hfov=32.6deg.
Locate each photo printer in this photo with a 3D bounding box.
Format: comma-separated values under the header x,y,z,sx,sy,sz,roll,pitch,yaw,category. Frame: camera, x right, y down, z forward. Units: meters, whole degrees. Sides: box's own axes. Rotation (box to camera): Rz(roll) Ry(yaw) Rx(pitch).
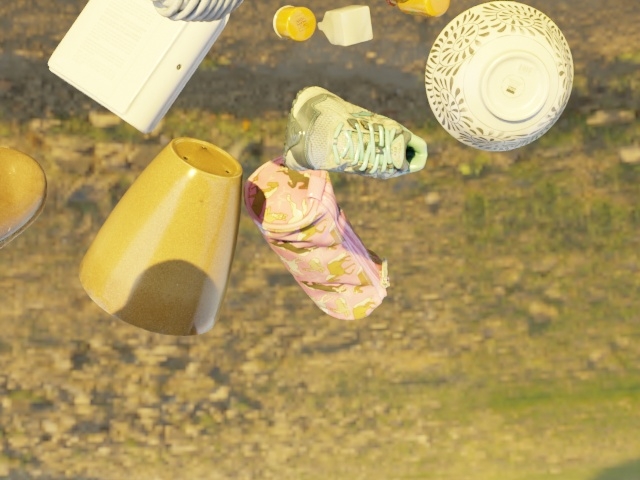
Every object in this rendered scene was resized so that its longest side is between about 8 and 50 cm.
x,y,z,sx,sy,sz,roll,pitch,yaw,category
-0.318,-0.375,1.972,0.256,0.307,0.107,32,178,32,photo printer

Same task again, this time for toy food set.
x,y,z,sx,sy,sz,roll,pitch,yaw,category
0.032,-0.305,1.336,0.232,0.111,0.104,-20,-158,-25,toy food set

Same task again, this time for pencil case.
x,y,z,sx,sy,sz,roll,pitch,yaw,category
0.000,0.000,1.992,0.167,0.160,0.386,-29,143,6,pencil case

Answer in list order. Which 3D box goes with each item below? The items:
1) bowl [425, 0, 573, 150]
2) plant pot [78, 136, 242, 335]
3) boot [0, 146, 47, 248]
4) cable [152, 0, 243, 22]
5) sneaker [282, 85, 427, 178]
x,y,z,sx,sy,sz,roll,pitch,yaw,category
0.206,-0.174,1.202,0.170,0.170,0.080,-1,-164,-5,bowl
-0.220,-0.023,1.703,0.237,0.237,0.254,9,119,-35,plant pot
-0.341,-0.030,0.919,0.115,0.112,0.305,-29,174,41,boot
-0.141,-0.377,1.236,0.089,0.257,0.257,-3,154,-23,cable
0.054,-0.134,1.434,0.122,0.110,0.283,15,-170,27,sneaker
